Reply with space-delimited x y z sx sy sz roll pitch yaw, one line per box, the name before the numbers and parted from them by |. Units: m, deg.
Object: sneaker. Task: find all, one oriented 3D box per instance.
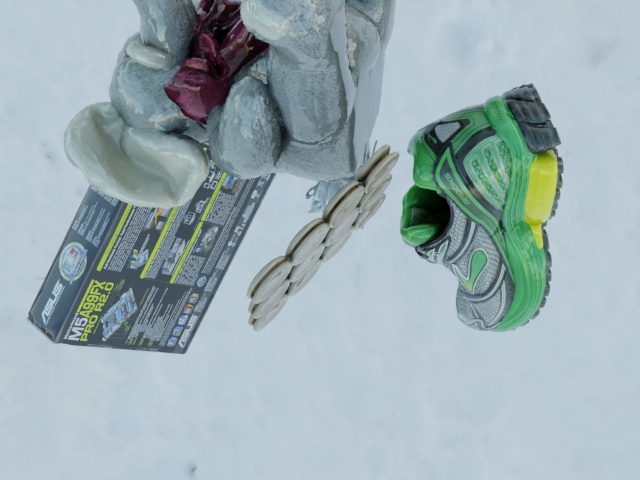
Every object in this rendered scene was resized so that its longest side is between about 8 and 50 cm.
sneaker | 0.151 -0.017 0.931 0.146 0.344 0.134 -12 52 1

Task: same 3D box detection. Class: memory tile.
memory tile | 0.000 0.000 0.654 0.012 0.113 0.148 42 74 11

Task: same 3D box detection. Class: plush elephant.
plush elephant | -0.078 -0.157 0.783 0.255 0.330 0.272 13 50 13

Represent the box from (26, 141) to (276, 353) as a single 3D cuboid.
box | -0.186 -0.002 1.059 0.060 0.216 0.270 33 100 34
